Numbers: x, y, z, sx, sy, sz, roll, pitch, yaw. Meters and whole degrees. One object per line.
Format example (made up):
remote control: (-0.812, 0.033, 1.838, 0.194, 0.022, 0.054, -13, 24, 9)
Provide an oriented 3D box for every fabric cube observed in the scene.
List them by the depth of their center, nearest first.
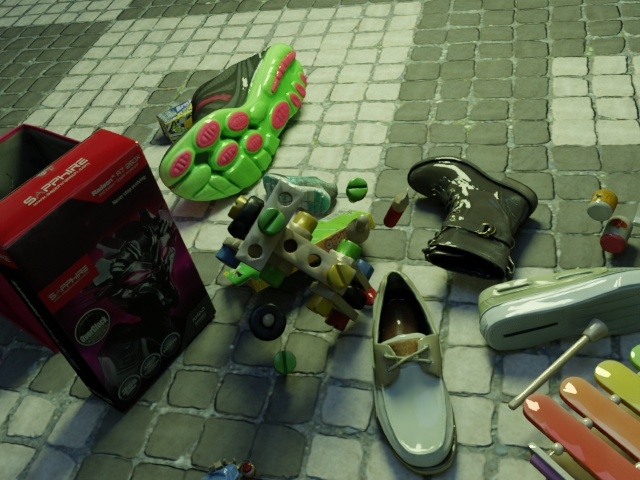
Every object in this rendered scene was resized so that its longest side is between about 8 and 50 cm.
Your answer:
fabric cube: (-0.498, -0.012, 1.159, 0.254, 0.258, 0.259, 21, 53, 32)

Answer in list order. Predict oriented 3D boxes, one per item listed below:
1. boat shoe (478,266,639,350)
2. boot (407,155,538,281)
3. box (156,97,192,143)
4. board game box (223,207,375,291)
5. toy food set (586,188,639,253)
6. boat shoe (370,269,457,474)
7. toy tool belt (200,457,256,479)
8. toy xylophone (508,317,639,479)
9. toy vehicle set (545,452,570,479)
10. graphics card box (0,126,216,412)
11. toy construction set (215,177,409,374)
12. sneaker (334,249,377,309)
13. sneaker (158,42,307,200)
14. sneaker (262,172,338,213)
boat shoe: (0.379, 0.080, 0.955, 0.302, 0.109, 0.094, -11, 41, 7)
boot: (0.230, -0.040, 1.105, 0.262, 0.091, 0.229, 18, 44, 27)
box: (-0.299, -0.301, 1.549, 0.168, 0.059, 0.054, -31, 47, -18)
board game box: (-0.040, 0.016, 1.139, 0.259, 0.039, 0.124, -26, 15, -16)
toy food set: (0.516, 0.006, 0.990, 0.232, 0.111, 0.104, 19, 52, 27)
boat shoe: (0.119, 0.174, 0.924, 0.113, 0.103, 0.302, -12, 43, 2)
toy tool belt: (-0.128, 0.319, 0.874, 0.083, 0.051, 0.052, -30, 46, -17)
toy xylophone: (0.374, 0.201, 0.794, 0.322, 0.081, 0.236, -37, 48, -24)
toy vehicle set: (0.401, 0.327, 0.744, 0.266, 0.035, 0.166, 28, 57, 35)
graphics card box: (-0.308, 0.054, 0.961, 0.094, 0.371, 0.233, 19, 51, 30)
toy construction set: (0.000, 0.000, 0.954, 0.308, 0.237, 0.258, -33, 80, -13)
sneaker: (0.057, 0.060, 1.083, 0.042, 0.067, 0.118, -29, 45, -15)
sneaker: (-0.198, -0.249, 1.419, 0.202, 0.185, 0.483, -4, 38, 36)
sneaker: (-0.038, -0.101, 1.289, 0.166, 0.065, 0.076, 20, 36, 27)
